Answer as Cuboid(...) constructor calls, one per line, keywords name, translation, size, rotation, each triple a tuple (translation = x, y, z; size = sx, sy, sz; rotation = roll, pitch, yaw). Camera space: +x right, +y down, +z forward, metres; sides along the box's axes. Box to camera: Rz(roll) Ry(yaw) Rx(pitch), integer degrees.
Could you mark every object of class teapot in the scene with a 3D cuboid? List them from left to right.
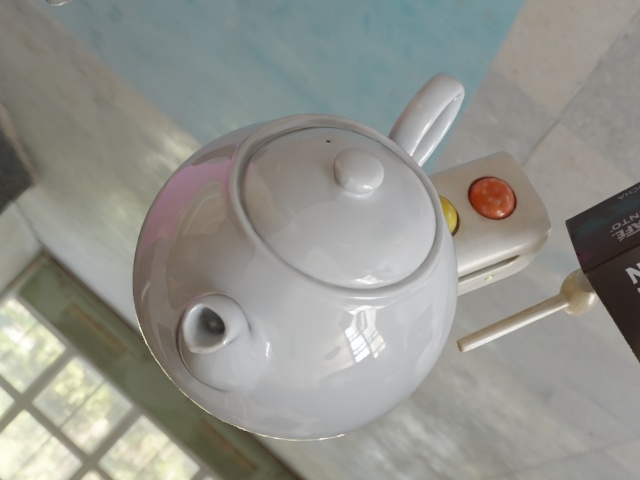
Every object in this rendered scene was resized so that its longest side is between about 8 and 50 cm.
Cuboid(name="teapot", translation=(0.000, 0.000, 0.782), size=(0.187, 0.253, 0.256), rotation=(119, 147, -47))

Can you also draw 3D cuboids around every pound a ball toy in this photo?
Cuboid(name="pound a ball toy", translation=(0.157, 0.021, 1.283), size=(0.208, 0.319, 0.135), rotation=(62, 157, 22))

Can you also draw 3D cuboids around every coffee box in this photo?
Cuboid(name="coffee box", translation=(0.411, 0.075, 1.207), size=(0.297, 0.168, 0.119), rotation=(53, -162, -22))

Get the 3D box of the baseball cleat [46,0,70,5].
Cuboid(name="baseball cleat", translation=(-0.209, -0.298, 0.974), size=(0.109, 0.072, 0.206), rotation=(12, 125, 15))
